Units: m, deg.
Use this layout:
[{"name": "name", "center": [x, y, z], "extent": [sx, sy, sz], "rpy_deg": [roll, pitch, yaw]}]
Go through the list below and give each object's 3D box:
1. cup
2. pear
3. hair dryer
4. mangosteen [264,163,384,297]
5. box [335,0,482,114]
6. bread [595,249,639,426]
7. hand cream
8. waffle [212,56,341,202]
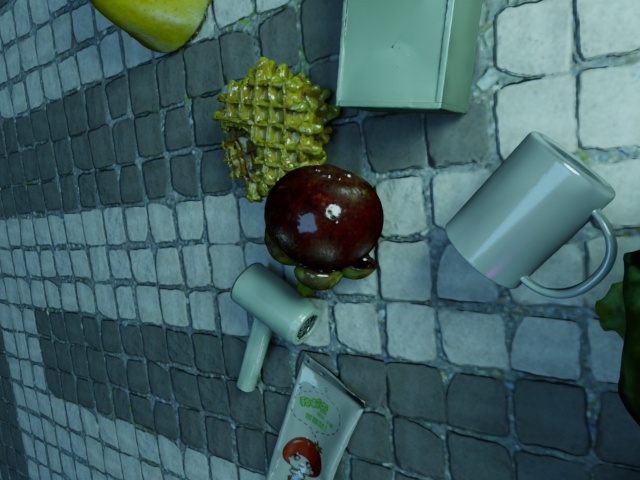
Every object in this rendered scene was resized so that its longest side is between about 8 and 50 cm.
[{"name": "cup", "center": [0.218, -0.017, 0.466], "extent": [0.136, 0.099, 0.133], "rpy_deg": [41, 119, 9]}, {"name": "pear", "center": [-0.302, -0.437, 0.712], "extent": [0.267, 0.178, 0.266], "rpy_deg": [5, 100, 31]}, {"name": "hair dryer", "center": [-0.092, 0.166, 0.739], "extent": [0.131, 0.073, 0.236], "rpy_deg": [34, 119, 25]}, {"name": "mangosteen", "center": [-0.001, -0.003, 0.583], "extent": [0.156, 0.146, 0.181], "rpy_deg": [20, 96, 11]}, {"name": "box", "center": [0.100, -0.257, 0.509], "extent": [0.130, 0.086, 0.225], "rpy_deg": [13, 106, 34]}, {"name": "bread", "center": [0.389, 0.089, 0.290], "extent": [0.377, 0.208, 0.251], "rpy_deg": [30, 108, 28]}, {"name": "hand cream", "center": [-0.029, 0.353, 0.738], "extent": [0.121, 0.076, 0.336], "rpy_deg": [27, 107, 27]}, {"name": "waffle", "center": [-0.074, -0.149, 0.664], "extent": [0.193, 0.070, 0.197], "rpy_deg": [43, 120, 21]}]
